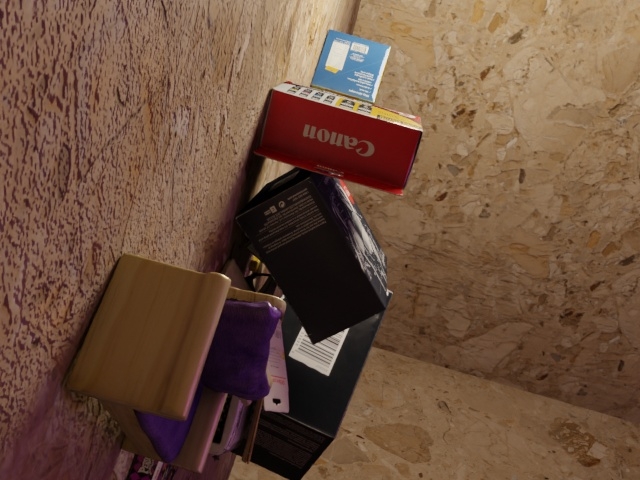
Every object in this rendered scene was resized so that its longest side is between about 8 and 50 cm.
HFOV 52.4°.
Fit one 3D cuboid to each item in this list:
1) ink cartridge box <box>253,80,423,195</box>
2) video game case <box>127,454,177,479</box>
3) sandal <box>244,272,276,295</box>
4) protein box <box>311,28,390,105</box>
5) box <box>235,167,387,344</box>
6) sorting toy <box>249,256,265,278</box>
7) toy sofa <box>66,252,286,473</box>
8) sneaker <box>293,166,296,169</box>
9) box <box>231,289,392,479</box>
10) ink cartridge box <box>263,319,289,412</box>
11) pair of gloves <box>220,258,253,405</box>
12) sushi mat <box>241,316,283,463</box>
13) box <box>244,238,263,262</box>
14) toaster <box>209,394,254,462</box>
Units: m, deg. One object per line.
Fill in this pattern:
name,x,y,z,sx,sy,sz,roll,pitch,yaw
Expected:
ink cartridge box,0.044,-0.216,1.331,0.272,0.309,0.130,-71,176,-71
video game case,-0.253,0.317,1.113,0.232,0.041,0.210,102,5,-68
sandal,-0.174,0.138,1.571,0.303,0.086,0.120,-56,174,-33
protein box,0.089,-0.507,2.011,0.136,0.199,0.201,99,7,-74
box,0.000,0.000,1.439,0.313,0.179,0.343,60,14,-12
sorting toy,-0.141,-0.005,1.827,0.307,0.041,0.229,-72,177,-57
toy sofa,-0.153,0.173,0.773,0.362,0.177,0.150,105,1,-62
sneaker,-0.072,-0.099,1.989,0.121,0.108,0.302,87,-2,-48
box,-0.055,0.378,1.907,0.480,0.297,0.472,-63,179,-35
ink cartridge box,-0.118,0.228,1.228,0.115,0.067,0.198,37,41,-62
pair of gloves,-0.169,0.177,1.288,0.240,0.042,0.204,-79,149,-51
sushi mat,-0.119,0.297,1.392,0.151,0.019,0.317,-88,-169,-84
box,-0.101,-0.003,1.606,0.036,0.136,0.225,-43,-166,25
toaster,-0.214,0.350,1.345,0.146,0.129,0.227,76,29,-79
